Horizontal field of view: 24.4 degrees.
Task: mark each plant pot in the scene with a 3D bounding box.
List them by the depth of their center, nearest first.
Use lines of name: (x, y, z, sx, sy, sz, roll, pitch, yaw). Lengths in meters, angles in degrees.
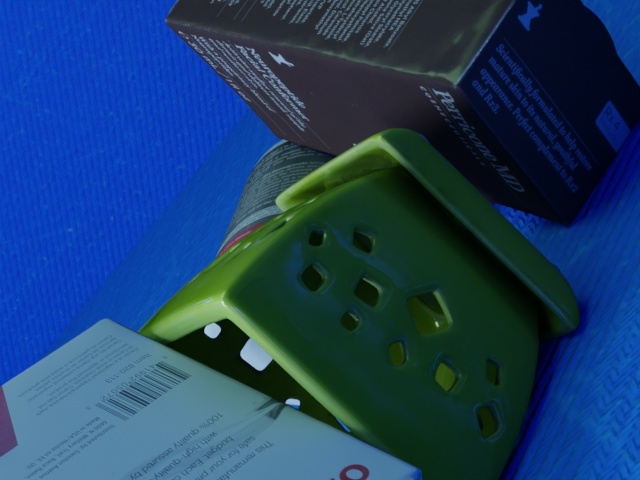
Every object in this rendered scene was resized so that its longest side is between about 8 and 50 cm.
plant pot: (0.030, 0.062, 1.051, 0.207, 0.228, 0.227, -51, 10, -24)

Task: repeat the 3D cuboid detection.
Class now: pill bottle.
pill bottle: (0.000, 0.000, 1.422, 0.176, 0.176, 0.318, -45, 14, 28)

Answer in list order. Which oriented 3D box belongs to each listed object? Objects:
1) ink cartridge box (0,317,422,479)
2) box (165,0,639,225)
ink cartridge box: (-0.104, 0.185, 0.924, 0.283, 0.117, 0.207, 22, 40, 35)
box: (0.063, -0.154, 1.251, 0.381, 0.191, 0.143, 18, 70, 48)
